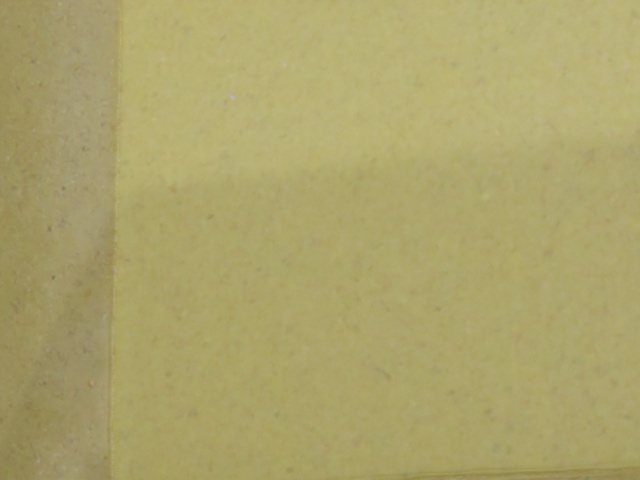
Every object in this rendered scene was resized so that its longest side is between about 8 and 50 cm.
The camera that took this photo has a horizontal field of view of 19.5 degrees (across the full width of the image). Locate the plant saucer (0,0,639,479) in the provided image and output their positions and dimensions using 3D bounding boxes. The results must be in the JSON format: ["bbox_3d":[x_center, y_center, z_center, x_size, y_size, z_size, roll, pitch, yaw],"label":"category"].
[{"bbox_3d":[0.024,-0.036,0.669,0.332,0.333,0.081,-5,167,22],"label":"plant saucer"}]
